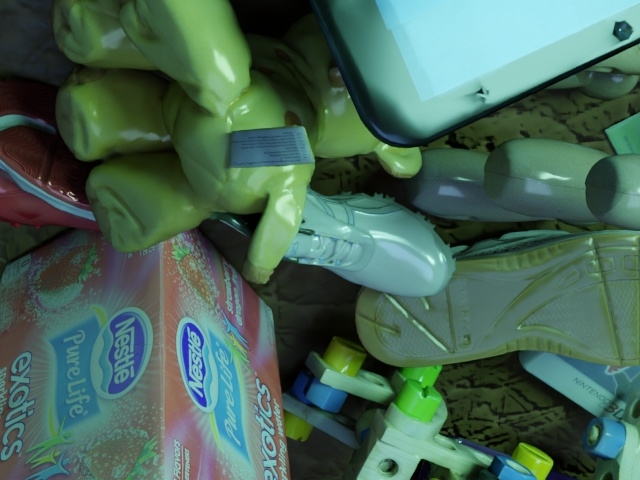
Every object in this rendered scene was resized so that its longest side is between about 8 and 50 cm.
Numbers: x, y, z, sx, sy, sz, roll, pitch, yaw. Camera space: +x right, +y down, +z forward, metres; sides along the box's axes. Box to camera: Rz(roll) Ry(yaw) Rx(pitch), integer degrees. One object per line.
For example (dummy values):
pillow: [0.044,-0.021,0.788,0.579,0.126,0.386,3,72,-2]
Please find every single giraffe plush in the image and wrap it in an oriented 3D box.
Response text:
giraffe plush: [-0.030,-0.087,0.702,0.170,0.210,0.181,-26,126,-44]

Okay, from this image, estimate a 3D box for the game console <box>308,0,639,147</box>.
game console: [0.118,-0.219,0.543,0.293,0.173,0.250,-27,157,-13]

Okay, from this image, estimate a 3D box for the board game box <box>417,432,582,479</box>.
board game box: [0.215,0.317,1.065,0.347,0.056,0.208,23,77,-25]

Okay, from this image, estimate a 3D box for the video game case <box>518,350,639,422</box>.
video game case: [0.293,0.079,0.975,0.183,0.023,0.201,33,117,-31]

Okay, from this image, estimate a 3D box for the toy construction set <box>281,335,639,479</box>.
toy construction set: [0.137,0.177,0.899,0.328,0.215,0.151,10,101,-13]

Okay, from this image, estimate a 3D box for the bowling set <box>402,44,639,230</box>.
bowling set: [0.178,-0.097,0.718,0.154,0.287,0.199,6,95,-22]

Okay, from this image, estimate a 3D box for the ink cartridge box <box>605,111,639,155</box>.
ink cartridge box: [0.317,-0.076,0.826,0.209,0.062,0.109,-29,128,14]

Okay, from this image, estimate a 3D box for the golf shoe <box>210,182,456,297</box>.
golf shoe: [0.000,0.000,0.780,0.176,0.086,0.069,25,122,4]

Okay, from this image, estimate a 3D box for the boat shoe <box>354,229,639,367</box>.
boat shoe: [0.163,0.033,0.872,0.277,0.096,0.098,-1,104,1]

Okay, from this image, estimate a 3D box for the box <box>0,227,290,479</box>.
box: [-0.116,0.128,0.764,0.142,0.300,0.154,-28,127,15]

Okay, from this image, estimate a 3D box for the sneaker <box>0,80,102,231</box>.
sneaker: [-0.218,-0.038,0.769,0.221,0.087,0.128,24,135,-21]
